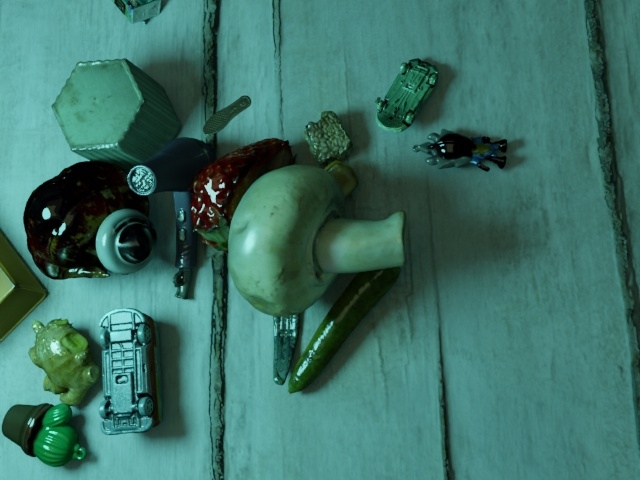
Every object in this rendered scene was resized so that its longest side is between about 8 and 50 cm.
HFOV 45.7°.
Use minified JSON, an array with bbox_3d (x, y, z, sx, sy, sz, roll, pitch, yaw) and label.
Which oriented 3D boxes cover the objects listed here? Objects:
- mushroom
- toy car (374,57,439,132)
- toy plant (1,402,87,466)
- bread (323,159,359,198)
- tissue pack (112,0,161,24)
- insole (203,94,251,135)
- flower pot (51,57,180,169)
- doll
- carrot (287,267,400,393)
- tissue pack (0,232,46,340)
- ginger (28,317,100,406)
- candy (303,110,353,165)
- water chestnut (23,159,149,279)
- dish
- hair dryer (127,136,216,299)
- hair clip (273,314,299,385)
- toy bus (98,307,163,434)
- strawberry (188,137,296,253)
[{"bbox_3d":[-0.028,-0.019,1.519,0.356,0.315,0.315,-33,74,-5],"label":"mushroom"},{"bbox_3d":[0.184,-0.310,1.644,0.093,0.058,0.186,27,76,18],"label":"toy car"},{"bbox_3d":[-0.606,0.426,1.697,0.200,0.105,0.143,16,91,6],"label":"toy plant"},{"bbox_3d":[0.027,-0.121,1.651,0.082,0.056,0.115,40,108,-7],"label":"bread"},{"bbox_3d":[-0.455,-0.584,1.851,0.085,0.079,0.111,-32,72,-30],"label":"tissue pack"},{"bbox_3d":[-0.219,-0.292,1.773,0.135,0.002,0.045,-34,74,6],"label":"insole"},{"bbox_3d":[-0.463,-0.283,1.737,0.209,0.189,0.239,32,89,17],"label":"flower pot"},{"bbox_3d":[0.290,-0.189,1.591,0.195,0.070,0.096,5,66,8],"label":"doll"},{"bbox_3d":[0.041,0.177,1.593,0.074,0.074,0.359,39,94,17],"label":"carrot"},{"bbox_3d":[-0.814,0.085,1.789,0.194,0.145,0.274,-43,72,2],"label":"tissue pack"},{"bbox_3d":[-0.585,0.260,1.720,0.216,0.102,0.157,50,123,11],"label":"ginger"},{"bbox_3d":[0.014,-0.222,1.661,0.095,0.085,0.110,-33,84,1],"label":"candy"},{"bbox_3d":[-0.517,-0.040,1.685,0.289,0.289,0.244,-24,113,9],"label":"water chestnut"},{"bbox_3d":[-0.388,0.006,1.591,0.078,0.141,0.141,8,81,44],"label":"dish"},{"bbox_3d":[-0.308,-0.036,1.648,0.121,0.301,0.361,3,106,14],"label":"hair dryer"},{"bbox_3d":[-0.079,0.197,1.634,0.066,0.036,0.229,0,74,10],"label":"hair clip"},{"bbox_3d":[-0.410,0.284,1.660,0.121,0.120,0.265,-8,79,13],"label":"toy bus"},{"bbox_3d":[-0.183,-0.106,1.609,0.150,0.253,0.280,11,82,24],"label":"strawberry"}]
